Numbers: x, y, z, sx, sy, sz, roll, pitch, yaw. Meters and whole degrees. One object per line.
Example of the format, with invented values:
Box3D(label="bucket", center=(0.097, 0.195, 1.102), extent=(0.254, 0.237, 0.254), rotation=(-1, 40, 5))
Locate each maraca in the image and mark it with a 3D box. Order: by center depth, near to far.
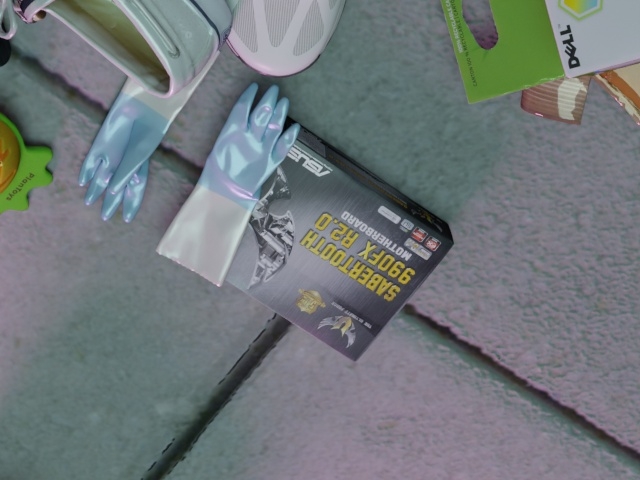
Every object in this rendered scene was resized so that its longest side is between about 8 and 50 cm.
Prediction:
Box3D(label="maraca", center=(-0.366, -0.084, 1.938), extent=(0.127, 0.099, 0.186), rotation=(-43, 135, 18))

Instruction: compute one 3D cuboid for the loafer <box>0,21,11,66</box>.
Box3D(label="loafer", center=(-0.386, -0.243, 1.888), extent=(0.061, 0.062, 0.170), rotation=(-24, 112, 33))

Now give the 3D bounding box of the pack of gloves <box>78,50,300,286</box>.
Box3D(label="pack of gloves", center=(-0.144, -0.089, 1.933), extent=(0.195, 0.046, 0.232), rotation=(30, 108, 5))

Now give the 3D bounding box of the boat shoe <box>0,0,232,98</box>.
Box3D(label="boat shoe", center=(-0.269, -0.266, 1.794), extent=(0.367, 0.156, 0.136), rotation=(40, 148, -13))

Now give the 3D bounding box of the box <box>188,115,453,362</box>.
Box3D(label="box", center=(0.000, 0.000, 2.009), extent=(0.231, 0.056, 0.183), rotation=(34, 109, -16))

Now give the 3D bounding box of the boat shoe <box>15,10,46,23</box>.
Box3D(label="boat shoe", center=(-0.340, -0.279, 1.872), extent=(0.049, 0.056, 0.152), rotation=(-34, 102, 18))

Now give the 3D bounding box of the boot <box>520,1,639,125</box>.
Box3D(label="boot", center=(0.358, -0.219, 1.908), extent=(0.283, 0.109, 0.220), rotation=(12, 110, 1))

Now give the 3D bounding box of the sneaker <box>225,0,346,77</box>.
Box3D(label="sneaker", center=(-0.041, -0.339, 1.740), extent=(0.169, 0.257, 0.447), rotation=(1, 115, -3))

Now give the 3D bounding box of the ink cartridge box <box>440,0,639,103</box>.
Box3D(label="ink cartridge box", center=(0.231, -0.249, 1.816), extent=(0.255, 0.097, 0.188), rotation=(-15, 92, 22))
